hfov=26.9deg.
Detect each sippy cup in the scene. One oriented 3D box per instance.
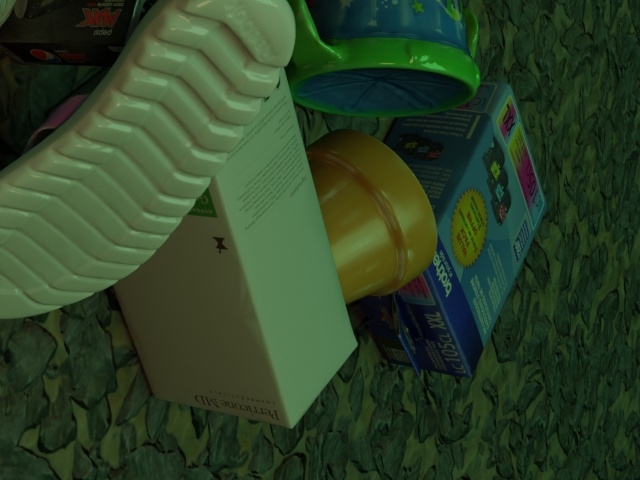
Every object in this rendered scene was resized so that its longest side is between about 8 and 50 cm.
[{"bbox_3d":[0.072,-0.283,1.612,0.305,0.240,0.224,59,31,-80],"label":"sippy cup"}]

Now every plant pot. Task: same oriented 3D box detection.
[{"bbox_3d":[0.000,0.000,1.577,0.188,0.205,0.205,-35,126,-32],"label":"plant pot"}]

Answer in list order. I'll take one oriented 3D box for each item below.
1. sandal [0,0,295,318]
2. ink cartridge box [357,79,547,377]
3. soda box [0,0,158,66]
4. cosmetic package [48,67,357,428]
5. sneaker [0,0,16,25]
[{"bbox_3d":[-0.177,-0.080,1.156,0.169,0.416,0.102,31,27,-40],"label":"sandal"},{"bbox_3d":[0.164,0.002,1.879,0.395,0.151,0.270,-60,142,-30],"label":"ink cartridge box"},{"bbox_3d":[-0.214,-0.190,1.186,0.053,0.169,0.060,30,70,-56],"label":"soda box"},{"bbox_3d":[-0.109,-0.003,1.377,0.155,0.197,0.365,-48,134,-43],"label":"cosmetic package"},{"bbox_3d":[-0.301,-0.181,1.129,0.115,0.090,0.232,10,99,-81],"label":"sneaker"}]
